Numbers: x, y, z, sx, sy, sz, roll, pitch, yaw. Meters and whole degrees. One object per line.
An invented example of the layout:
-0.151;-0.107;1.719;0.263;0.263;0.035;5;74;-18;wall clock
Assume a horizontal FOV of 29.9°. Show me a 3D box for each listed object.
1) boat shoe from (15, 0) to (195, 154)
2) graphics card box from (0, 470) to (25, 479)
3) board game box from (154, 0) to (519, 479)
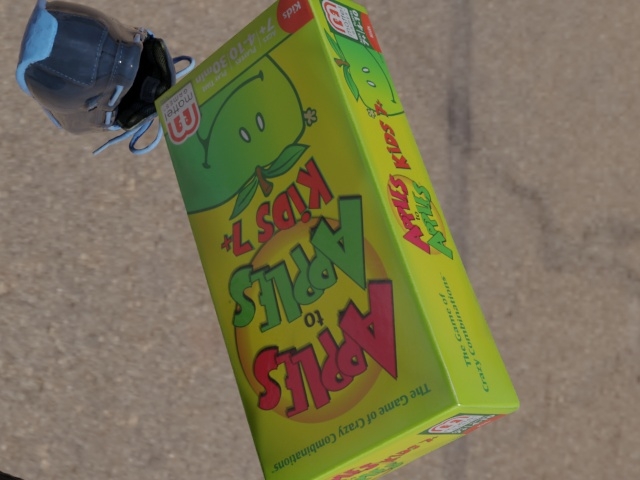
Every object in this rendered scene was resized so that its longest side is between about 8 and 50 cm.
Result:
-0.149;-0.109;0.877;0.089;0.258;0.109;15;97;1;boat shoe
-0.218;0.235;0.390;0.371;0.232;0.094;-61;154;-32;graphics card box
0.000;0.000;0.472;0.043;0.092;0.181;12;53;-50;board game box
